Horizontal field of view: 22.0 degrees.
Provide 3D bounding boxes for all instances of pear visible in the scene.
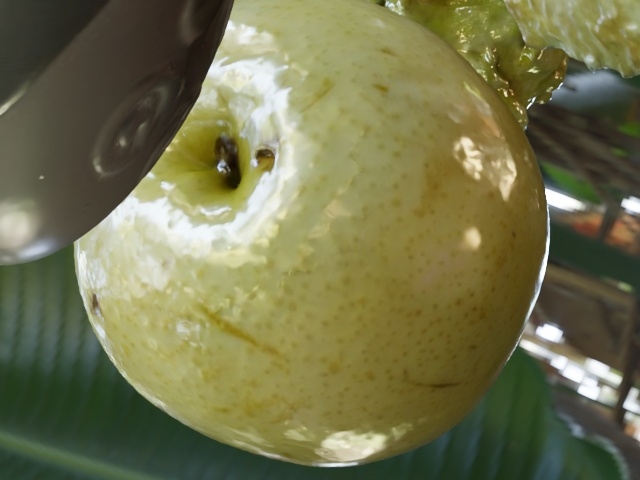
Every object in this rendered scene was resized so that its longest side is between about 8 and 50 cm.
[{"bbox_3d":[0.000,0.000,1.051,0.309,0.309,0.309,-28,-51,-41],"label":"pear"}]

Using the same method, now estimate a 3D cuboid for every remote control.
[{"bbox_3d":[-0.083,-0.128,0.641,0.332,0.103,0.221,107,-172,-47],"label":"remote control"}]

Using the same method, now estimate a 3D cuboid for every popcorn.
[{"bbox_3d":[0.148,-0.227,1.931,0.252,0.286,0.215,-73,-6,-48],"label":"popcorn"}]

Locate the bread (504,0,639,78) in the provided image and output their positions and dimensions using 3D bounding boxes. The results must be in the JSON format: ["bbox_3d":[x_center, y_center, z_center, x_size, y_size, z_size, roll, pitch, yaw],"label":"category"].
[{"bbox_3d":[0.356,-0.326,1.447,0.395,0.239,0.264,-26,-69,-19],"label":"bread"}]
